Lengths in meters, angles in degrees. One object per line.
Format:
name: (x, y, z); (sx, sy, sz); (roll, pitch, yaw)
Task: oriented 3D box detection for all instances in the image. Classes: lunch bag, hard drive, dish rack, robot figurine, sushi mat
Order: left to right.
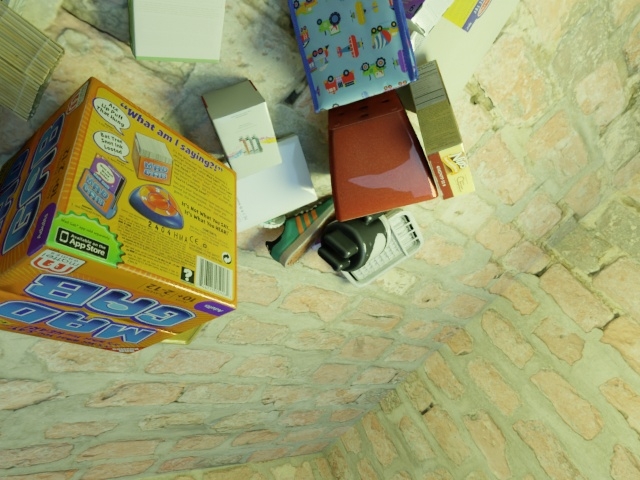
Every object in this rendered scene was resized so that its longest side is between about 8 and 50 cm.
sushi mat: (-0.583, -0.348, 0.636); (0.317, 0.019, 0.151); (37, 110, -20)
hard drive: (-0.179, -0.146, 1.128); (0.308, 0.040, 0.202); (-24, 122, -10)
lunch bag: (0.062, -0.450, 0.852); (0.221, 0.138, 0.292); (-11, 110, 21)
robot figurine: (0.115, -0.002, 1.301); (0.209, 0.173, 0.278); (-13, -170, 41)
dish rack: (0.219, 0.024, 1.556); (0.333, 0.072, 0.285); (-35, 140, 4)

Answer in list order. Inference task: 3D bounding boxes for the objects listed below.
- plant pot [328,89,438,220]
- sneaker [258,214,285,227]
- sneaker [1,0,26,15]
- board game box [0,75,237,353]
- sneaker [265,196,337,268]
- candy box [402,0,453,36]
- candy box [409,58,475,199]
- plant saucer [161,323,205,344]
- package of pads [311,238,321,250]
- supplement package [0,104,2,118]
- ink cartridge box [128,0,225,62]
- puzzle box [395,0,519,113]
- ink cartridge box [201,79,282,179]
plant pot: (0.139, -0.245, 1.076); (0.268, 0.267, 0.235); (-13, 125, 10)
sneaker: (-0.176, -0.083, 1.217); (0.167, 0.065, 0.076); (1, 126, -34)
sneaker: (-0.556, -0.399, 0.667); (0.095, 0.090, 0.235); (30, 110, -29)
board game box: (-0.423, -0.013, 0.830); (0.357, 0.355, 0.357); (-25, 144, 27)
sneaker: (-0.049, -0.053, 1.296); (0.302, 0.121, 0.108); (-45, 159, -17)
candy box: (0.236, -0.580, 0.896); (0.070, 0.164, 0.196); (19, 118, -43)
candy box: (0.303, -0.284, 1.036); (0.088, 0.316, 0.183); (-17, 143, 19)
plant saucer: (-0.487, 0.230, 1.320); (0.333, 0.081, 0.332); (20, 118, -42)
package of pads: (0.000, 0.000, 1.413); (0.084, 0.050, 0.031); (-25, 139, -9)
supplement package: (-0.731, -0.137, 0.714); (0.198, 0.199, 0.262); (22, 116, -44)
ink cartridge box: (-0.264, -0.452, 0.757); (0.171, 0.056, 0.235); (-11, 146, -29)
puzzle box: (0.340, -0.538, 1.088); (0.272, 0.052, 0.408); (7, 126, -35)
ink cartridge box: (-0.187, -0.263, 0.979); (0.128, 0.128, 0.176); (-23, 140, -11)
